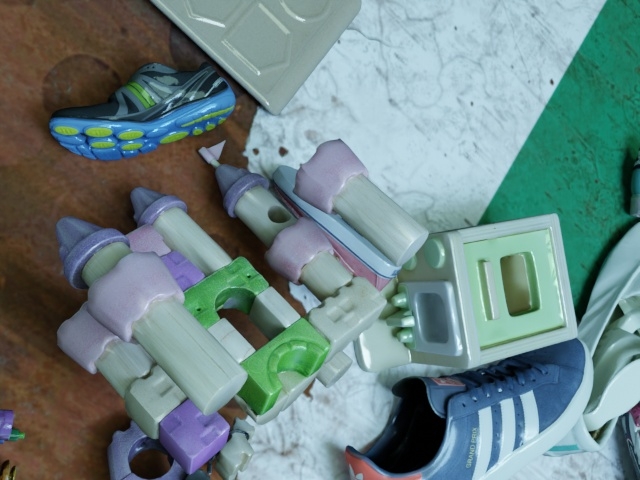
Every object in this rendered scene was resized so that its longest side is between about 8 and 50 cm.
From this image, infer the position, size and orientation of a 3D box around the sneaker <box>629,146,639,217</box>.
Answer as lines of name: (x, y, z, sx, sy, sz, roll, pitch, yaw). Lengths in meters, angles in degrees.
sneaker: (0.590, -0.086, 1.094, 0.302, 0.108, 0.121, 3, 89, -25)

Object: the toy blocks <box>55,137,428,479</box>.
toy blocks: (-0.115, 0.050, 0.699, 0.260, 0.309, 0.289, 42, 52, 17)

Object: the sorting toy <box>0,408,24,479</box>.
sorting toy: (-0.287, 0.185, 0.660, 0.042, 0.061, 0.101, 11, 104, -26)

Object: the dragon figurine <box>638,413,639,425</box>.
dragon figurine: (0.519, 0.212, 0.999, 0.144, 0.085, 0.289, 26, 40, 1)

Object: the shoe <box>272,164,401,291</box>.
shoe: (0.000, 0.000, 0.816, 0.178, 0.081, 0.063, 42, 24, 9)

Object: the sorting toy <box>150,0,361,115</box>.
sorting toy: (-0.072, -0.273, 0.821, 0.208, 0.038, 0.193, 43, 69, -22)

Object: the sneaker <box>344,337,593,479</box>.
sneaker: (0.175, 0.190, 0.850, 0.350, 0.131, 0.148, -37, 107, -24)

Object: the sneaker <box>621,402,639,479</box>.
sneaker: (0.478, 0.372, 1.008, 0.121, 0.112, 0.299, -11, 78, -33)

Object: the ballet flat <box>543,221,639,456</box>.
ballet flat: (0.412, 0.127, 0.976, 0.139, 0.139, 0.400, 48, 67, -15)

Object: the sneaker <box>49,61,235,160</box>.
sneaker: (-0.181, -0.135, 0.745, 0.188, 0.067, 0.078, -21, 74, -25)

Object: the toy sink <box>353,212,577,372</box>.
toy sink: (0.164, 0.061, 0.855, 0.234, 0.131, 0.152, -8, 89, -26)
